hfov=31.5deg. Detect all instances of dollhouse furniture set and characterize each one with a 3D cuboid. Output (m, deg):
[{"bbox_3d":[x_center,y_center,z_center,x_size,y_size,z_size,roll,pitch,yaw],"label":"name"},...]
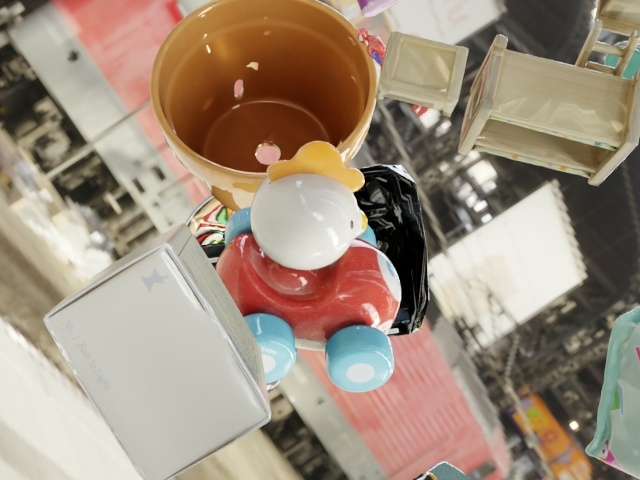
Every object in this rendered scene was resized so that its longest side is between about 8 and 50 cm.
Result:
[{"bbox_3d":[0.143,-0.146,0.839,0.182,0.160,0.101,14,-16,0],"label":"dollhouse furniture set"}]

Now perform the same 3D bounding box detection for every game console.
[{"bbox_3d":[-0.047,0.030,1.382,0.044,0.361,0.213,-178,-100,-81],"label":"game console"}]

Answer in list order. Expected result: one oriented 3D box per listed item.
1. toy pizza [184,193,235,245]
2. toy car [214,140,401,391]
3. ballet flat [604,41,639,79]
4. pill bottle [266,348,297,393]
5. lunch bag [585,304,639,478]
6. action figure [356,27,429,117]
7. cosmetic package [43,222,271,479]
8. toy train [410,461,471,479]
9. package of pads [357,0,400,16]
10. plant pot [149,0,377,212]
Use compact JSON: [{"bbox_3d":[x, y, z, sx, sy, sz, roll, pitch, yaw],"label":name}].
[{"bbox_3d":[-0.114,-0.018,1.701,0.032,0.201,0.201,59,0,33],"label":"toy pizza"},{"bbox_3d":[0.000,0.000,1.205,0.219,0.210,0.238,-95,-164,-49],"label":"toy car"},{"bbox_3d":[0.642,-0.228,1.965,0.348,0.123,0.123,46,-8,32],"label":"ballet flat"},{"bbox_3d":[-0.132,0.198,1.696,0.123,0.219,0.122,27,38,-24],"label":"pill bottle"},{"bbox_3d":[0.362,0.108,0.861,0.223,0.262,0.160,22,-62,33],"label":"lunch bag"},{"bbox_3d":[0.075,-0.182,1.218,0.115,0.030,0.038,52,12,-24],"label":"action figure"},{"bbox_3d":[-0.130,0.083,0.984,0.160,0.113,0.309,59,-1,-4],"label":"cosmetic package"},{"bbox_3d":[0.012,0.308,0.870,0.142,0.334,0.190,47,30,18],"label":"toy train"},{"bbox_3d":[0.077,-0.294,1.287,0.032,0.083,0.050,-18,87,-54],"label":"package of pads"},{"bbox_3d":[-0.075,-0.161,1.534,0.291,0.291,0.203,56,-16,21],"label":"plant pot"}]
